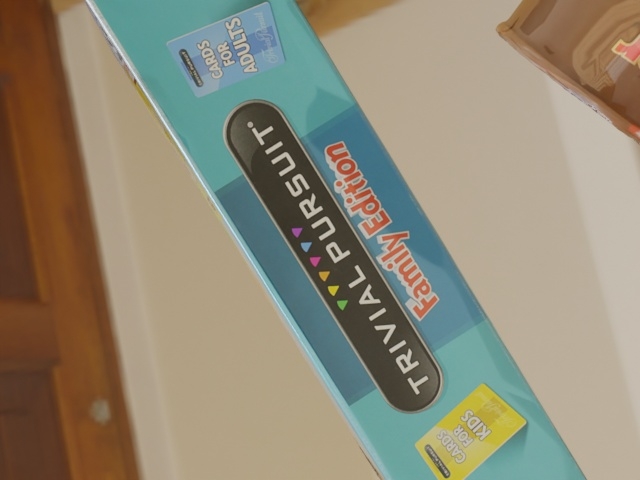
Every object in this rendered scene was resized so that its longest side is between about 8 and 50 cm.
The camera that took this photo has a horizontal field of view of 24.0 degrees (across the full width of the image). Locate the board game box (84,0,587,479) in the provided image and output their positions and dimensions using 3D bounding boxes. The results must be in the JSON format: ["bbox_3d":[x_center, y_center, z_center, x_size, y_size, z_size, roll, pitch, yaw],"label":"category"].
[{"bbox_3d":[0.000,0.000,0.760,0.079,0.336,0.254,-32,-174,-3],"label":"board game box"}]

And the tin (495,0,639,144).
[{"bbox_3d":[0.109,-0.038,0.427,0.040,0.106,0.190,-58,166,11],"label":"tin"}]
